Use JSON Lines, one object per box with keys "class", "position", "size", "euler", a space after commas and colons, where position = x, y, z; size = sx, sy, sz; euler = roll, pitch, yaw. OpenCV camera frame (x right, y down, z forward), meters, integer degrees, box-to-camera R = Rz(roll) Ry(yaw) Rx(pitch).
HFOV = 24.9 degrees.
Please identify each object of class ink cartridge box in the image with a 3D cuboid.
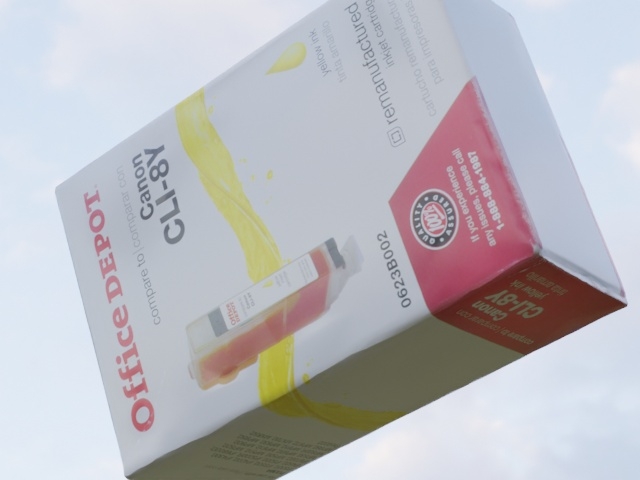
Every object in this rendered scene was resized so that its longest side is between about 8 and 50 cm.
{"class": "ink cartridge box", "position": [0.000, 0.000, 1.138], "size": [0.384, 0.279, 0.160], "euler": [-31, -29, 25]}
